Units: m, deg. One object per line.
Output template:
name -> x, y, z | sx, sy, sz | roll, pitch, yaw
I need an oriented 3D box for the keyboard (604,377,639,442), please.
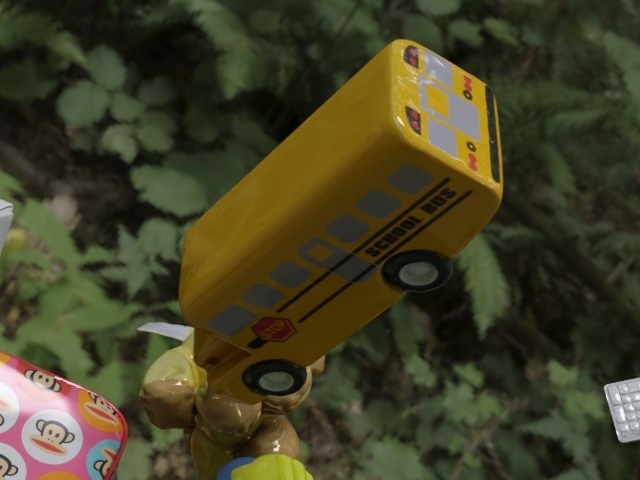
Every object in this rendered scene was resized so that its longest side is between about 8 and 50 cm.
keyboard -> 0.447, 0.167, 1.538 | 0.014, 0.256, 0.072 | 74, 5, -62

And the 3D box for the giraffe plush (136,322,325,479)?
giraffe plush -> -0.085, 0.174, 1.344 | 0.181, 0.170, 0.210 | -26, 26, -32

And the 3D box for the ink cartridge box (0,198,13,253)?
ink cartridge box -> -0.368, -0.006, 1.254 | 0.150, 0.109, 0.063 | 22, 11, 4

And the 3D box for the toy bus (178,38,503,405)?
toy bus -> 0.000, 0.000, 1.055 | 0.130, 0.333, 0.108 | 25, 45, -28

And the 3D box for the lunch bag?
lunch bag -> -0.361, 0.230, 1.396 | 0.293, 0.120, 0.258 | 26, 40, -3

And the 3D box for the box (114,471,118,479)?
box -> -0.335, 0.409, 1.918 | 0.077, 0.307, 0.242 | 0, 58, -20

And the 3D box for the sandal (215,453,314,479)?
sandal -> -0.044, 0.304, 1.224 | 0.126, 0.138, 0.317 | -92, 168, -46
